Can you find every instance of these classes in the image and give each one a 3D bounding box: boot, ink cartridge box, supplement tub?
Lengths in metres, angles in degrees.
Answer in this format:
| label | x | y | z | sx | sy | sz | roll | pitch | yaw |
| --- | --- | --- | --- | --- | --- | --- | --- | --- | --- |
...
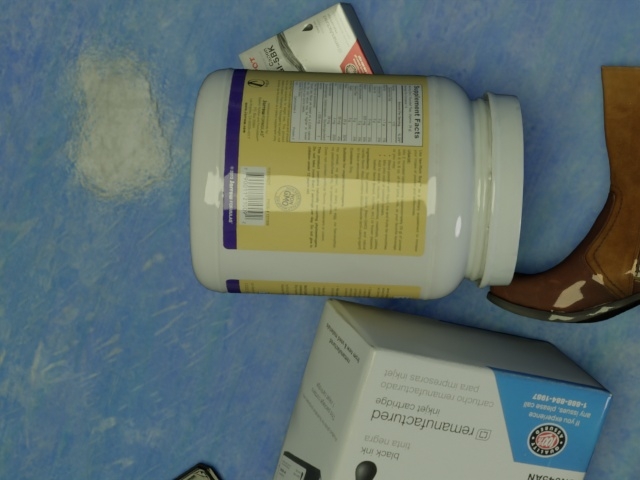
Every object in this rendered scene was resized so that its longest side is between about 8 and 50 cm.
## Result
| label | x | y | z | sx | sy | sz | roll | pitch | yaw |
| --- | --- | --- | --- | --- | --- | --- | --- | --- | --- |
| boot | 0.306 | -0.050 | 1.540 | 0.264 | 0.096 | 0.280 | 0 | 90 | 35 |
| ink cartridge box | 0.102 | 0.292 | 1.542 | 0.285 | 0.166 | 0.395 | 12 | 103 | -20 |
| supplement tub | 0.036 | -0.058 | 1.515 | 0.331 | 0.241 | 0.241 | 2 | 98 | 0 |
| ink cartridge box | -0.010 | -0.196 | 1.625 | 0.135 | 0.056 | 0.099 | -25 | 90 | 17 |

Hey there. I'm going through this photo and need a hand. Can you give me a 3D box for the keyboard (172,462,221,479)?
| label | x | y | z | sx | sy | sz | roll | pitch | yaw |
| --- | --- | --- | --- | --- | --- | --- | --- | --- | --- |
| keyboard | -0.130 | 0.449 | 1.756 | 0.201 | 0.033 | 0.317 | -34 | 87 | 10 |
